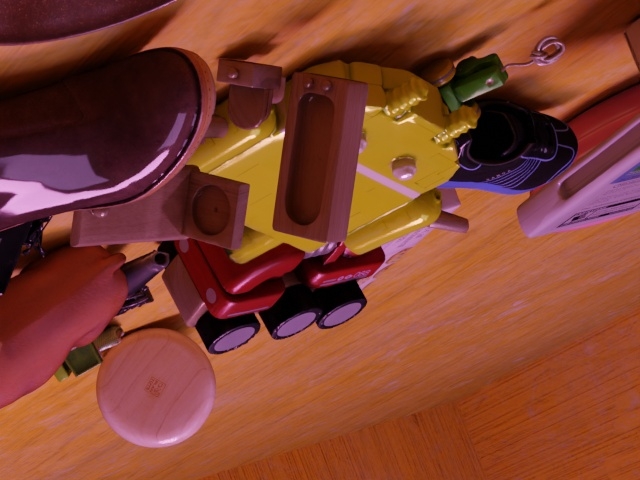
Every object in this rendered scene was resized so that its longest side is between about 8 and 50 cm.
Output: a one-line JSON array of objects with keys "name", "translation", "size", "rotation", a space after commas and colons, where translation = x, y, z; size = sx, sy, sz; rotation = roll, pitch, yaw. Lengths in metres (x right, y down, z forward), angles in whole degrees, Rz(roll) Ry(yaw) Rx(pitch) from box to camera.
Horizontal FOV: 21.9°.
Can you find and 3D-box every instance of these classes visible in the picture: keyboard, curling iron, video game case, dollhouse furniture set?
[{"name": "keyboard", "translation": [-0.262, -0.009, 1.305], "size": [0.100, 0.038, 0.192], "rotation": [-5, 155, -25]}, {"name": "curling iron", "translation": [-0.179, 0.036, 1.566], "size": [0.068, 0.035, 0.274], "rotation": [-19, 174, -18]}, {"name": "video game case", "translation": [0.370, -0.099, 1.407], "size": [0.329, 0.036, 0.300], "rotation": [-13, 166, -25]}, {"name": "dollhouse furniture set", "translation": [-0.266, 0.107, 1.811], "size": [0.076, 0.058, 0.152], "rotation": [-29, -173, 1]}, {"name": "dollhouse furniture set", "translation": [-0.072, -0.054, 1.156], "size": [0.151, 0.144, 0.123], "rotation": [15, -169, 35]}]

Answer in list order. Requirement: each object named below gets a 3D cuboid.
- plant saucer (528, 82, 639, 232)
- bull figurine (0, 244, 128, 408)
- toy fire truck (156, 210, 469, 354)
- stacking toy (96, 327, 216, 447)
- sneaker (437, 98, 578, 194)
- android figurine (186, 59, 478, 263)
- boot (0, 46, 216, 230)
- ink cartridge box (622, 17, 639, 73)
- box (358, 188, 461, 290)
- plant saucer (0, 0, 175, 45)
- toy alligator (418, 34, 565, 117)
[{"name": "plant saucer", "translation": [0.372, -0.110, 1.806], "size": [0.332, 0.084, 0.332], "rotation": [-21, 167, -5]}, {"name": "bull figurine", "translation": [-0.304, 0.105, 1.452], "size": [0.310, 0.101, 0.188], "rotation": [-30, 179, -27]}, {"name": "toy fire truck", "translation": [0.000, 0.000, 1.550], "size": [0.217, 0.158, 0.246], "rotation": [-10, 152, -41]}, {"name": "stacking toy", "translation": [-0.204, 0.198, 2.077], "size": [0.141, 0.141, 0.330], "rotation": [-20, 172, -8]}, {"name": "sneaker", "translation": [0.181, -0.091, 1.566], "size": [0.232, 0.081, 0.090], "rotation": [-9, 170, -42]}, {"name": "android figurine", "translation": [-0.002, -0.059, 1.331], "size": [0.273, 0.056, 0.248], "rotation": [-25, 147, 32]}, {"name": "boot", "translation": [-0.208, -0.052, 1.050], "size": [0.248, 0.090, 0.207], "rotation": [-25, 170, 34]}, {"name": "ink cartridge box", "translation": [0.444, -0.199, 1.456], "size": [0.283, 0.117, 0.207], "rotation": [-13, 166, -33]}, {"name": "box", "translation": [0.050, -0.002, 1.775], "size": [0.067, 0.063, 0.324], "rotation": [-17, 167, -26]}, {"name": "plant saucer", "translation": [-0.117, -0.163, 0.858], "size": [0.198, 0.036, 0.198], "rotation": [-20, 168, -4]}, {"name": "toy alligator", "translation": [0.114, -0.130, 1.371], "size": [0.190, 0.056, 0.051], "rotation": [-26, -151, 15]}]
